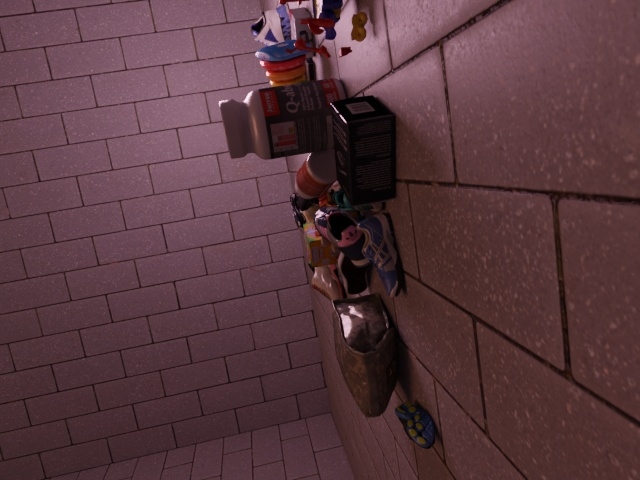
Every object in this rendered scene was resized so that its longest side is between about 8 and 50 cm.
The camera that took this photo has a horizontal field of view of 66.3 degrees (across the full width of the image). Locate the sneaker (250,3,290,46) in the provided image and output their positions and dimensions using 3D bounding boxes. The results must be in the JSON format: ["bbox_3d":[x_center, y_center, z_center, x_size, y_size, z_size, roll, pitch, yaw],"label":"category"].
[{"bbox_3d":[-0.235,-0.961,2.318,0.315,0.182,0.127,91,168,-57],"label":"sneaker"}]

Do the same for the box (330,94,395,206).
[{"bbox_3d":[0.098,-0.206,1.128,0.153,0.108,0.207,-112,12,-55],"label":"box"}]

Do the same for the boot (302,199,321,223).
[{"bbox_3d":[-0.033,-0.176,2.264,0.262,0.095,0.203,-97,7,-47],"label":"boot"}]

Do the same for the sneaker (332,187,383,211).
[{"bbox_3d":[0.086,-0.125,1.333,0.275,0.110,0.107,-152,54,-82],"label":"sneaker"}]

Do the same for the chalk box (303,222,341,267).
[{"bbox_3d":[0.000,0.000,2.102,0.213,0.132,0.132,-113,15,-60],"label":"chalk box"}]

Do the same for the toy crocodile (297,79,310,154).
[{"bbox_3d":[-0.026,-0.419,1.793,0.115,0.105,0.340,-108,10,-45],"label":"toy crocodile"}]

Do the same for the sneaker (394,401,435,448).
[{"bbox_3d":[0.244,0.463,1.217,0.078,0.067,0.188,59,173,-6],"label":"sneaker"}]

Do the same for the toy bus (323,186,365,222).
[{"bbox_3d":[0.064,-0.101,1.566,0.191,0.105,0.202,92,165,-59],"label":"toy bus"}]

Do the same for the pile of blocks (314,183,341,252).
[{"bbox_3d":[0.037,-0.052,1.815,0.362,0.113,0.149,88,169,-51],"label":"pile of blocks"}]

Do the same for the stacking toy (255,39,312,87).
[{"bbox_3d":[-0.115,-0.553,1.776,0.175,0.166,0.301,32,142,45],"label":"stacking toy"}]

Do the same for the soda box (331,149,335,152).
[{"bbox_3d":[0.021,-0.302,1.765,0.183,0.063,0.058,91,167,-58],"label":"soda box"}]

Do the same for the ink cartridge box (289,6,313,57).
[{"bbox_3d":[-0.070,-0.758,1.797,0.109,0.063,0.150,-109,10,-47],"label":"ink cartridge box"}]

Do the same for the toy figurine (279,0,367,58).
[{"bbox_3d":[-0.013,-0.605,1.147,0.217,0.191,0.362,-109,11,-76],"label":"toy figurine"}]

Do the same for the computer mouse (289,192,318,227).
[{"bbox_3d":[-0.066,-0.197,2.096,0.272,0.072,0.188,-49,46,41],"label":"computer mouse"}]

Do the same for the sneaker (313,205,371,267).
[{"bbox_3d":[0.051,-0.049,1.369,0.131,0.112,0.319,52,174,-34],"label":"sneaker"}]

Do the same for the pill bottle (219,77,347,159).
[{"bbox_3d":[-0.107,-0.358,1.478,0.210,0.363,0.210,169,90,-83],"label":"pill bottle"}]

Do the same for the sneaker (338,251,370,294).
[{"bbox_3d":[0.096,0.052,1.530,0.290,0.106,0.123,91,168,-56],"label":"sneaker"}]

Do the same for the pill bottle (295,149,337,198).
[{"bbox_3d":[-0.016,-0.215,1.642,0.216,0.121,0.121,142,118,-67],"label":"pill bottle"}]

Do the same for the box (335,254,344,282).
[{"bbox_3d":[0.093,0.117,1.970,0.137,0.027,0.093,-131,29,-75],"label":"box"}]

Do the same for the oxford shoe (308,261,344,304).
[{"bbox_3d":[0.029,0.218,2.204,0.348,0.130,0.123,-108,10,-46],"label":"oxford shoe"}]

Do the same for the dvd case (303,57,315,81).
[{"bbox_3d":[-0.047,-0.623,1.962,0.179,0.030,0.238,-109,11,-48],"label":"dvd case"}]

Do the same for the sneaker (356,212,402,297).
[{"bbox_3d":[0.147,0.040,1.214,0.080,0.081,0.211,121,136,-77],"label":"sneaker"}]

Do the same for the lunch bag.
[{"bbox_3d":[0.133,0.327,1.408,0.287,0.169,0.235,-105,7,-63],"label":"lunch bag"}]
